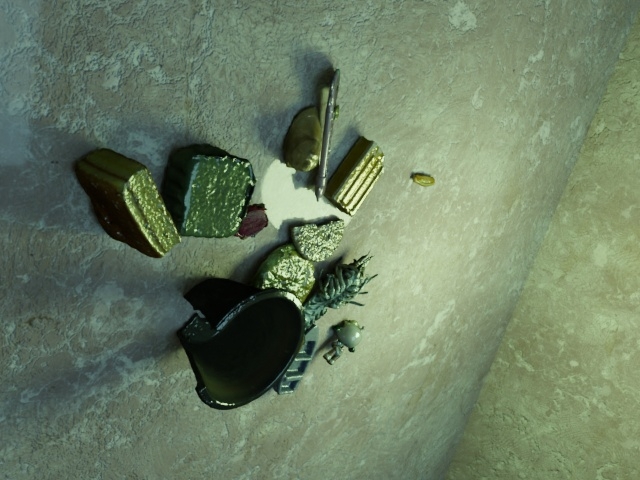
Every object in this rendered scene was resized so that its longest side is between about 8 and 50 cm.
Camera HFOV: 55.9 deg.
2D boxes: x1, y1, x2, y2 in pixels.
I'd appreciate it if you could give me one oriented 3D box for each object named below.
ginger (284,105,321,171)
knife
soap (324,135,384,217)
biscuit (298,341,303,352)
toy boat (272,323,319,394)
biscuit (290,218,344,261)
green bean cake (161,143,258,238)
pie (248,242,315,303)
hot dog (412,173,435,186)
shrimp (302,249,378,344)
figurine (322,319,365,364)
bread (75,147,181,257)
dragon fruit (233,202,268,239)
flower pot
[{"bbox_3d":[-0.034,-0.286,1.720,0.115,0.123,0.193,7,104,-28],"label":"ginger"},{"bbox_3d":[0.025,-0.305,1.788,0.132,0.038,0.398,-66,167,-58],"label":"knife"},{"bbox_3d":[0.118,-0.206,1.964,0.232,0.073,0.140,-56,143,-5],"label":"soap"},{"bbox_3d":[-0.183,0.347,1.970,0.262,0.037,0.261,-13,134,-14],"label":"biscuit"},{"bbox_3d":[-0.087,0.414,2.150,0.127,0.078,0.282,13,104,-50],"label":"toy boat"},{"bbox_3d":[-0.002,0.004,1.971,0.250,0.032,0.133,-10,101,-47],"label":"biscuit"},{"bbox_3d":[-0.284,-0.125,1.542,0.223,0.125,0.227,4,109,-46],"label":"green bean cake"},{"bbox_3d":[-0.120,0.142,1.933,0.277,0.079,0.276,-29,134,-34],"label":"pie"},{"bbox_3d":[0.389,-0.226,2.283,0.137,0.028,0.044,-1,89,-50],"label":"hot dog"},{"bbox_3d":[0.048,0.185,2.095,0.411,0.166,0.221,-38,118,-4],"label":"shrimp"},{"bbox_3d":[0.086,0.387,2.316,0.197,0.093,0.147,-40,117,-11],"label":"figurine"},{"bbox_3d":[-0.435,-0.079,1.358,0.110,0.184,0.234,-44,140,-27],"label":"bread"},{"bbox_3d":[-0.209,-0.063,1.714,0.112,0.068,0.126,-18,142,-20],"label":"dragon fruit"},{"bbox_3d":[-0.251,0.257,1.727,0.379,0.251,0.379,-25,129,-35],"label":"flower pot"}]
